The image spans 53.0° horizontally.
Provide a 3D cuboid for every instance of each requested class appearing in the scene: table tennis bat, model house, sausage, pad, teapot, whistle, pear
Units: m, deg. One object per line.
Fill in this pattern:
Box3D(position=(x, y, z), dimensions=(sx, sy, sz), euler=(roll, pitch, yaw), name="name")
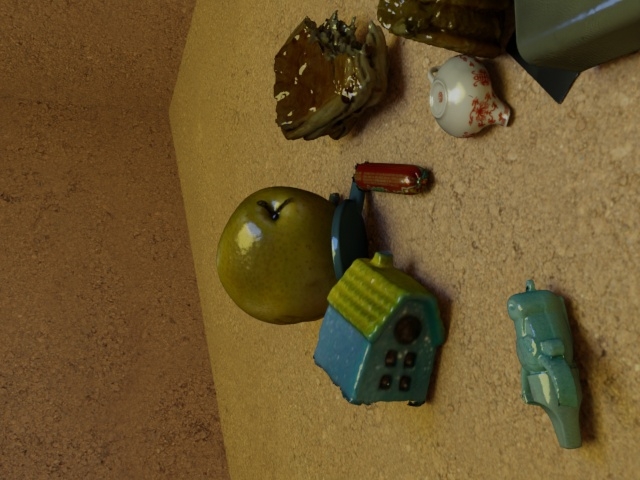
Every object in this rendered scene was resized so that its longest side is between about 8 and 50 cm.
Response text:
Box3D(position=(0.082, -0.019, 1.592), dimensions=(0.044, 0.215, 0.328), euler=(-6, 59, 24), name="table tennis bat")
Box3D(position=(0.130, 0.188, 1.421), dimensions=(0.237, 0.216, 0.303), euler=(36, 118, 61), name="model house")
Box3D(position=(0.168, -0.145, 1.491), dimensions=(0.264, 0.083, 0.083), euler=(16, 104, 63), name="sausage")
Box3D(position=(0.391, -0.335, 1.110), dimensions=(0.193, 0.004, 0.116), euler=(-114, 35, -41), name="pad")
Box3D(position=(0.271, -0.289, 1.263), dimensions=(0.159, 0.116, 0.245), euler=(82, 174, -47), name="teapot")
Box3D(position=(0.372, 0.197, 1.047), dimensions=(0.186, 0.093, 0.273), euler=(84, 176, -76), name="whistle")
Box3D(position=(-0.087, 0.046, 1.681), dimensions=(0.418, 0.363, 0.362), euler=(70, 179, -53), name="pear")

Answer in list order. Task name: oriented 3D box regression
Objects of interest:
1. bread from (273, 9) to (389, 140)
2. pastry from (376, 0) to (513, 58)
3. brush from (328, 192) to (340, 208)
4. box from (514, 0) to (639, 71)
Box3D(position=(0.041, -0.424, 1.645), dimensions=(0.370, 0.192, 0.314), euler=(-24, 62, 49), name="bread")
Box3D(position=(0.230, -0.427, 1.188), dimensions=(0.240, 0.235, 0.132), euler=(-119, 40, -63), name="pastry")
Box3D(position=(-0.001, 0.000, 1.870), dimensions=(0.070, 0.051, 0.323), euler=(-121, 40, -51), name="brush")
Box3D(position=(0.425, -0.439, 0.844), dimensions=(0.344, 0.178, 0.351), euler=(171, 98, -64), name="box")
